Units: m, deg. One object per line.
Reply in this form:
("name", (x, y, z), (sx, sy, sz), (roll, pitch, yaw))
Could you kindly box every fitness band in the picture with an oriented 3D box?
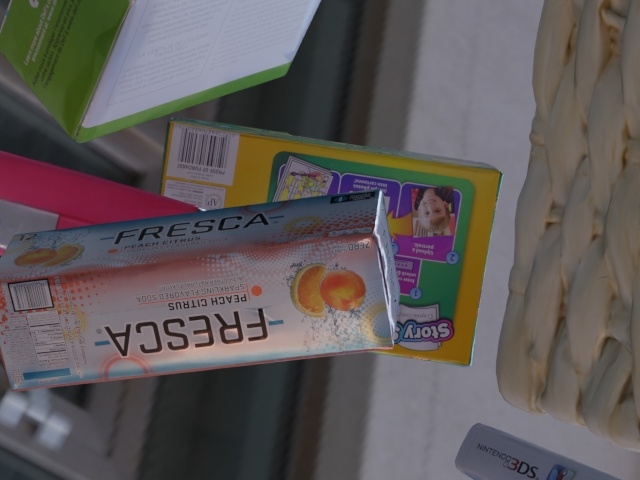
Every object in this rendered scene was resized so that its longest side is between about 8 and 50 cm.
("fitness band", (-0.162, -0.011, 1.052), (0.209, 0.291, 0.054), (176, -70, -77))

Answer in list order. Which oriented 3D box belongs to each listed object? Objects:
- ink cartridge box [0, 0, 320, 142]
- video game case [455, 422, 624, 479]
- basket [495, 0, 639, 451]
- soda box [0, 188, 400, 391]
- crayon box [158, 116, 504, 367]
("ink cartridge box", (-0.069, -0.199, 1.073), (0.097, 0.189, 0.255), (48, -45, 20))
("video game case", (0.279, 0.213, 1.004), (0.300, 0.329, 0.036), (17, -101, 56))
("basket", (0.250, -0.057, 0.540), (0.328, 0.266, 0.331), (17, -79, 64))
("soda box", (-0.057, 0.023, 0.813), (0.183, 0.058, 0.063), (-6, -158, 8))
("crayon box", (0.000, 0.000, 1.457), (0.081, 0.278, 0.165), (-107, -154, -83))
